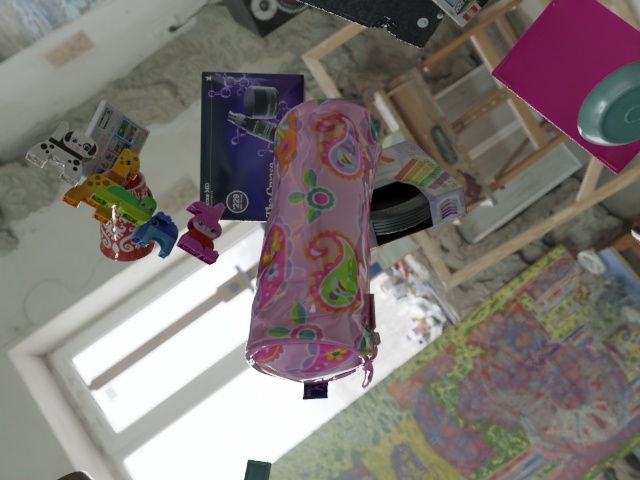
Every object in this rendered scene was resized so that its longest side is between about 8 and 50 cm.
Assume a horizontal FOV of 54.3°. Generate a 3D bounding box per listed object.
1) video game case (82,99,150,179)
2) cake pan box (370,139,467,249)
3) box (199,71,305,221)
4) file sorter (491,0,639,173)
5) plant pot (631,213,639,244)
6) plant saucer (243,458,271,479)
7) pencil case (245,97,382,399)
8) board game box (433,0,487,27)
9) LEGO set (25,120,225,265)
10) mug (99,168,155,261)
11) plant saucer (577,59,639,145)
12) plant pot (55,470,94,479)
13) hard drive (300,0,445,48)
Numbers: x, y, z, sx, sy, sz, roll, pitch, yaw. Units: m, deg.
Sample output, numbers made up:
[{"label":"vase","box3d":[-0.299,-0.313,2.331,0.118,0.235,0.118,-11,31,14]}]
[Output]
[{"label":"video game case","box3d":[-0.434,-0.189,1.290,0.019,0.157,0.143,21,173,27]},{"label":"cake pan box","box3d":[0.112,-0.084,1.179,0.267,0.246,0.070,-115,6,-58]},{"label":"box","box3d":[-0.121,-0.165,1.136,0.103,0.184,0.261,-66,-23,-86]},{"label":"file sorter","box3d":[0.512,-0.294,1.177,0.291,0.202,0.182,44,-161,13]},{"label":"plant pot","box3d":[0.555,-0.004,0.748,0.267,0.267,0.236,38,177,-28]},{"label":"plant saucer","box3d":[-0.174,0.655,1.578,0.018,0.067,0.192,80,-162,-61]},{"label":"pencil case","box3d":[0.000,0.000,0.608,0.124,0.124,0.284,66,-156,-57]},{"label":"board game box","box3d":[0.154,-0.358,0.653,0.305,0.193,0.053,2,-132,-57]},{"label":"LEGO set","box3d":[-0.216,-0.061,0.728,0.227,0.093,0.087,33,151,-22]},{"label":"mug","box3d":[-0.407,-0.067,1.294,0.150,0.113,0.169,-107,19,-49]},{"label":"plant saucer","box3d":[0.360,-0.151,0.720,0.119,0.119,0.021,62,-169,-46]},{"label":"plant pot","box3d":[-0.302,0.399,0.795,0.165,0.167,0.167,38,168,19]},{"label":"hard drive","box3d":[0.125,-0.460,0.895,0.339,0.237,0.064,123,158,-51]}]
